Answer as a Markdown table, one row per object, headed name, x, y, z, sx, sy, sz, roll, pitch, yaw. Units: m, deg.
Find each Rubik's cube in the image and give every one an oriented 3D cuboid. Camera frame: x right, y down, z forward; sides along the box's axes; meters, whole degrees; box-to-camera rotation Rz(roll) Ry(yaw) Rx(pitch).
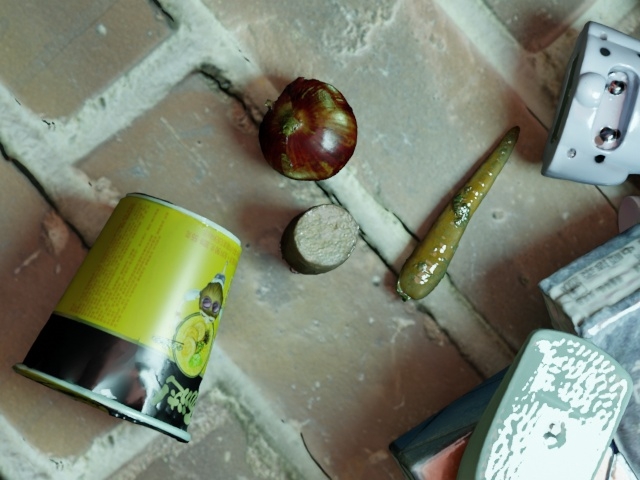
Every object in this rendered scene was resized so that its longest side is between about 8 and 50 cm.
| name | x | y | z | sx | sy | sz | roll | pitch | yaw |
| --- | --- | --- | --- | --- | --- | --- | --- | --- | --- |
| Rubik's cube | 0.220 | 0.270 | 1.427 | 0.205 | 0.205 | 0.207 | -34 | 92 | -4 |

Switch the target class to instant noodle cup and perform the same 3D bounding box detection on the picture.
| name | x | y | z | sx | sy | sz | roll | pitch | yaw |
| --- | --- | --- | --- | --- | --- | --- | --- | --- | --- |
| instant noodle cup | -0.199 | 0.082 | 1.422 | 0.215 | 0.215 | 0.236 | 23 | 78 | -3 |

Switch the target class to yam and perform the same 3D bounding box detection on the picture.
| name | x | y | z | sx | sy | sz | roll | pitch | yaw |
| --- | --- | --- | --- | --- | --- | --- | --- | --- | --- |
| yam | -0.003 | -0.001 | 1.462 | 0.084 | 0.127 | 0.084 | 1 | 85 | -5 |

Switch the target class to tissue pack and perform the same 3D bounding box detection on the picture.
| name | x | y | z | sx | sy | sz | roll | pitch | yaw |
| --- | --- | --- | --- | --- | --- | --- | --- | --- | --- |
| tissue pack | 0.462 | 0.073 | 1.435 | 0.394 | 0.124 | 0.288 | -29 | 125 | -4 |

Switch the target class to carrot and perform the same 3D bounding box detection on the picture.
| name | x | y | z | sx | sy | sz | roll | pitch | yaw |
| --- | --- | --- | --- | --- | --- | --- | --- | --- | --- |
| carrot | 0.168 | -0.034 | 1.519 | 0.049 | 0.049 | 0.254 | 34 | 82 | -2 |

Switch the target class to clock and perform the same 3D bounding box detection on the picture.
| name | x | y | z | sx | sy | sz | roll | pitch | yaw |
| --- | --- | --- | --- | --- | --- | --- | --- | --- | --- |
| clock | 0.396 | -0.132 | 1.468 | 0.254 | 0.189 | 0.189 | 14 | 87 | -2 |

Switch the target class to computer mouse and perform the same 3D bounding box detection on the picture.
| name | x | y | z | sx | sy | sz | roll | pitch | yaw |
| --- | --- | --- | --- | --- | --- | --- | --- | --- | --- |
| computer mouse | 0.220 | 0.202 | 1.290 | 0.128 | 0.079 | 0.231 | 31 | 80 | -4 |

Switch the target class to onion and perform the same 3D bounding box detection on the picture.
| name | x | y | z | sx | sy | sz | roll | pitch | yaw |
| --- | --- | --- | --- | --- | --- | --- | --- | --- | --- |
| onion | -0.011 | -0.122 | 1.472 | 0.118 | 0.118 | 0.117 | 37 | 108 | -2 |

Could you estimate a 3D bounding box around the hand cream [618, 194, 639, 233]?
| name | x | y | z | sx | sy | sz | roll | pitch | yaw |
| --- | --- | --- | --- | --- | --- | --- | --- | --- | --- |
| hand cream | 0.516 | -0.034 | 1.538 | 0.312 | 0.070 | 0.111 | -3 | 86 | -12 |
